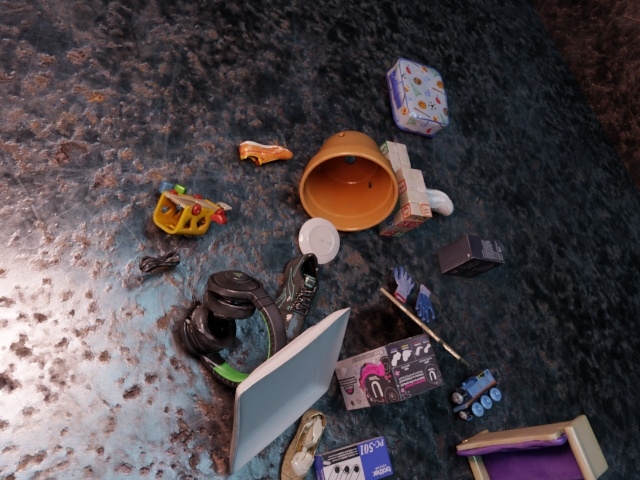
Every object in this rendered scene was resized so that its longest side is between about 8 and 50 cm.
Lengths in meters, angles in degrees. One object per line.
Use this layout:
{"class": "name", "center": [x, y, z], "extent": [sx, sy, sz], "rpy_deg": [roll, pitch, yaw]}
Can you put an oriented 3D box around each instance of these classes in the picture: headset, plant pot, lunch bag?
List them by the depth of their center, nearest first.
{"class": "headset", "center": [-0.254, 0.169, 1.224], "extent": [0.394, 0.243, 0.185], "rpy_deg": [47, 26, 19]}
{"class": "plant pot", "center": [0.091, -0.202, 1.616], "extent": [0.291, 0.291, 0.203], "rpy_deg": [28, 39, -19]}
{"class": "lunch bag", "center": [0.376, -0.567, 2.070], "extent": [0.243, 0.115, 0.303], "rpy_deg": [4, 66, -29]}

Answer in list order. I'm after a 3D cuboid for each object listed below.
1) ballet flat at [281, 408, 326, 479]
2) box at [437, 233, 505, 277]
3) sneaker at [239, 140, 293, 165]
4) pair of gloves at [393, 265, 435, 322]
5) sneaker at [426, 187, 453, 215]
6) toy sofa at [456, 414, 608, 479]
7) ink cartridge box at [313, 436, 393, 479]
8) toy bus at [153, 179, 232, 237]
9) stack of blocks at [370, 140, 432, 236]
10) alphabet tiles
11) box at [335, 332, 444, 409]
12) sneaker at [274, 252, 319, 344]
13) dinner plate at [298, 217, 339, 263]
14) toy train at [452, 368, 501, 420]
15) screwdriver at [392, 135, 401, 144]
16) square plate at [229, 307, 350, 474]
{"class": "ballet flat", "center": [-0.039, 0.514, 1.298], "extent": [0.073, 0.067, 0.206], "rpy_deg": [31, 55, -18]}
{"class": "box", "center": [0.522, 0.057, 1.826], "extent": [0.158, 0.156, 0.093], "rpy_deg": [9, 62, -29]}
{"class": "sneaker", "center": [-0.168, -0.261, 1.612], "extent": [0.175, 0.064, 0.067], "rpy_deg": [1, 87, -27]}
{"class": "pair of gloves", "center": [0.301, 0.175, 1.689], "extent": [0.198, 0.023, 0.159], "rpy_deg": [43, 34, -14]}
{"class": "sneaker", "center": [0.367, -0.135, 1.877], "extent": [0.232, 0.090, 0.115], "rpy_deg": [27, 62, -8]}
{"class": "toy sofa", "center": [0.571, 0.605, 1.458], "extent": [0.177, 0.363, 0.150], "rpy_deg": [-6, 71, -41]}
{"class": "ink cartridge box", "center": [0.086, 0.582, 1.359], "extent": [0.207, 0.046, 0.097], "rpy_deg": [-2, 70, -34]}
{"class": "toy bus", "center": [-0.335, -0.061, 1.365], "extent": [0.202, 0.191, 0.104], "rpy_deg": [23, 100, -21]}
{"class": "stack of blocks", "center": [0.258, -0.181, 1.764], "extent": [0.087, 0.171, 0.297], "rpy_deg": [5, 64, -31]}
{"class": "alphabet tiles", "center": [0.304, 0.252, 1.503], "extent": [0.285, 0.011, 0.342], "rpy_deg": [42, 1, 29]}
{"class": "box", "center": [0.175, 0.356, 1.397], "extent": [0.163, 0.247, 0.142], "rpy_deg": [-8, 73, -35]}
{"class": "sneaker", "center": [-0.064, 0.151, 1.437], "extent": [0.101, 0.106, 0.267], "rpy_deg": [22, 59, -24]}
{"class": "dinner plate", "center": [0.000, 0.000, 1.585], "extent": [0.141, 0.017, 0.141], "rpy_deg": [4, 83, -31]}
{"class": "toy train", "center": [0.485, 0.486, 1.646], "extent": [0.184, 0.080, 0.105], "rpy_deg": [-21, 71, -36]}
{"class": "screwdriver", "center": [0.312, -0.316, 1.959], "extent": [0.024, 0.025, 0.169], "rpy_deg": [-20, 78, -38]}
{"class": "square plate", "center": [-0.080, 0.341, 1.218], "extent": [0.049, 0.344, 0.347], "rpy_deg": [35, 46, 26]}
